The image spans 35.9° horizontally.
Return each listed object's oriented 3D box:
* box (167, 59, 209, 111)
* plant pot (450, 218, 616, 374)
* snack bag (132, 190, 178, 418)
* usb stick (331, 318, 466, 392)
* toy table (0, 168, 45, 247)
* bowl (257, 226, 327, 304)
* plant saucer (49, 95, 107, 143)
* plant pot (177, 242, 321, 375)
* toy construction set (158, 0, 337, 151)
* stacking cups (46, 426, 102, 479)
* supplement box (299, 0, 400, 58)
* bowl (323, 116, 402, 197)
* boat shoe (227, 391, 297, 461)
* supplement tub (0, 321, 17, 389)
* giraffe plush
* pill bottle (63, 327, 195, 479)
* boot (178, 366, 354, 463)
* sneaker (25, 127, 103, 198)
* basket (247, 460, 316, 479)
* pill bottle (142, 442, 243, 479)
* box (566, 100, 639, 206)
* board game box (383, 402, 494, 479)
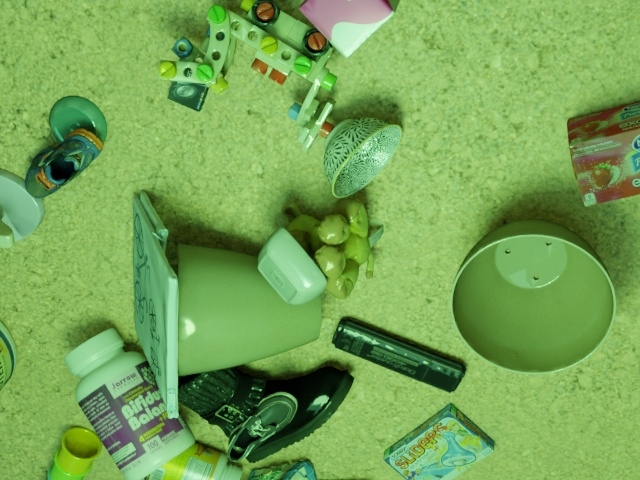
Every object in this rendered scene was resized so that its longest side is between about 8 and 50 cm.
[{"bbox_3d":[-0.240,-0.289,1.833,0.067,0.018,0.083,24,120,-2],"label":"box"},{"bbox_3d":[0.385,0.074,1.801,0.284,0.191,0.284,5,118,10],"label":"plant pot"},{"bbox_3d":[-0.313,0.117,1.901,0.037,0.342,0.323,-6,119,-20],"label":"snack bag"},{"bbox_3d":[0.160,0.235,2.016,0.277,0.045,0.077,21,126,0],"label":"usb stick"},{"bbox_3d":[-0.712,-0.041,1.980,0.274,0.161,0.252,-6,116,13],"label":"toy table"},{"bbox_3d":[-0.060,0.056,1.800,0.142,0.053,0.142,50,156,4],"label":"bowl"},{"bbox_3d":[-0.473,-0.220,1.915,0.119,0.021,0.119,5,118,9],"label":"plant saucer"},{"bbox_3d":[-0.141,0.132,1.930,0.273,0.256,0.257,0,119,-9],"label":"plant pot"},{"bbox_3d":[-0.098,-0.297,1.725,0.327,0.151,0.215,30,95,-14],"label":"toy construction set"},{"bbox_3d":[-0.604,0.579,2.326,0.096,0.096,0.316,26,121,-3],"label":"stacking cups"},{"bbox_3d":[0.057,-0.397,1.601,0.111,0.220,0.114,44,117,-13],"label":"supplement box"},{"bbox_3d":[0.059,-0.165,1.779,0.080,0.170,0.170,44,121,19],"label":"bowl"},{"bbox_3d":[-0.118,0.379,1.987,0.075,0.065,0.206,39,123,-12],"label":"boat shoe"},{"bbox_3d":[-0.808,0.303,2.090,0.228,0.316,0.228,5,119,9],"label":"supplement tub"},{"bbox_3d":[0.000,0.000,1.862,0.170,0.210,0.182,9,104,26],"label":"giraffe plush"},{"bbox_3d":[-0.409,0.343,2.085,0.169,0.169,0.302,-36,85,25],"label":"pill bottle"},{"bbox_3d":[-0.129,0.307,2.062,0.348,0.131,0.260,-36,106,26],"label":"boot"},{"bbox_3d":[-0.513,-0.139,1.913,0.083,0.087,0.221,43,132,-17],"label":"sneaker"},{"bbox_3d":[-0.054,0.606,2.136,0.288,0.255,0.201,1,116,23],"label":"basket"},{"bbox_3d":[-0.287,0.514,2.210,0.214,0.117,0.117,21,120,0],"label":"pill bottle"},{"bbox_3d":[0.557,-0.162,1.677,0.256,0.128,0.123,-13,114,18],"label":"box"},{"bbox_3d":[0.252,0.450,2.115,0.136,0.035,0.201,41,117,-11],"label":"board game box"}]
